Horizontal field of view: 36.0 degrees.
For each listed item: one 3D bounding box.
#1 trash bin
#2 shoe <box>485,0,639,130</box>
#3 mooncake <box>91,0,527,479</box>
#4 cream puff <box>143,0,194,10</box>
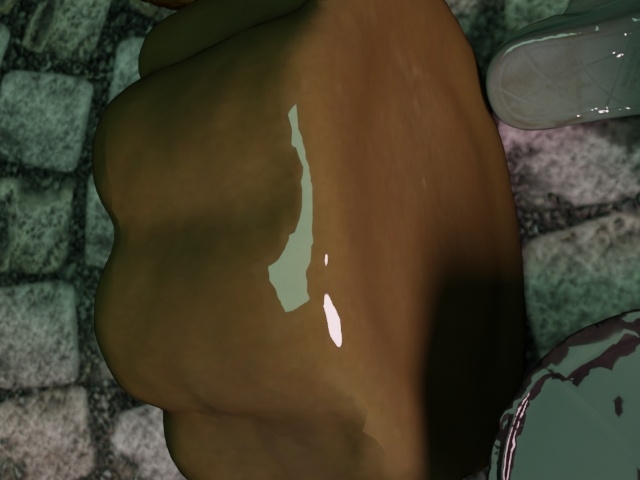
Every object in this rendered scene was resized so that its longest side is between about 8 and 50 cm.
[{"bbox_3d":[0.233,0.136,0.620,0.203,0.301,0.252,23,96,23],"label":"trash bin"},{"bbox_3d":[0.245,-0.158,0.757,0.251,0.100,0.103,-16,121,6],"label":"shoe"},{"bbox_3d":[0.000,0.000,0.697,0.200,0.378,0.379,-10,83,28],"label":"mooncake"},{"bbox_3d":[-0.093,-0.335,0.843,0.303,0.212,0.303,2,97,18],"label":"cream puff"}]
